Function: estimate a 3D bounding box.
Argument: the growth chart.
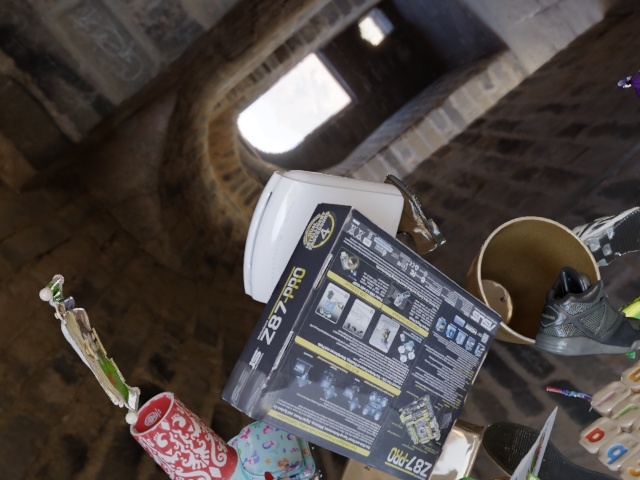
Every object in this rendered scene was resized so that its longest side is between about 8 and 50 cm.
[{"bbox_3d":[-0.315,0.149,0.927,0.237,0.021,0.172,62,169,-17],"label":"growth chart"}]

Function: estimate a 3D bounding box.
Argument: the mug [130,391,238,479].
[{"bbox_3d":[-0.249,0.351,1.144,0.169,0.150,0.113,55,-140,-25],"label":"mug"}]

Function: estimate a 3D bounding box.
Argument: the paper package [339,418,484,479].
[{"bbox_3d":[0.232,0.594,1.765,0.309,0.325,0.168,20,178,17],"label":"paper package"}]

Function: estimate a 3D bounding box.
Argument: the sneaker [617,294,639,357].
[{"bbox_3d":[0.781,0.157,1.493,0.124,0.295,0.109,54,-154,12],"label":"sneaker"}]

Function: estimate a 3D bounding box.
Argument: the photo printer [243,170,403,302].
[{"bbox_3d":[0.000,0.000,1.268,0.307,0.256,0.107,5,-163,-40],"label":"photo printer"}]

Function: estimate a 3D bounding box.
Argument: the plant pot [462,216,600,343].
[{"bbox_3d":[0.376,0.106,1.322,0.237,0.237,0.254,52,162,8],"label":"plant pot"}]

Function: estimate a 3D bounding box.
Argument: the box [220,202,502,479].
[{"bbox_3d":[0.086,0.173,1.025,0.394,0.318,0.097,33,167,-35],"label":"box"}]

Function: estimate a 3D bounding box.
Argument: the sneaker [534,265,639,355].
[{"bbox_3d":[0.440,0.110,1.053,0.227,0.130,0.087,3,-174,-25],"label":"sneaker"}]

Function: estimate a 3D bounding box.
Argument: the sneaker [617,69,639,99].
[{"bbox_3d":[0.348,-0.087,0.573,0.083,0.098,0.224,29,-144,-41],"label":"sneaker"}]

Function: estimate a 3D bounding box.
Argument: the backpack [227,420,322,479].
[{"bbox_3d":[-0.147,0.616,1.853,0.225,0.253,0.191,-113,2,-46],"label":"backpack"}]

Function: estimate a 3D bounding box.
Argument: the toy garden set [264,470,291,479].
[{"bbox_3d":[-0.044,0.606,1.471,0.244,0.049,0.204,27,131,48],"label":"toy garden set"}]

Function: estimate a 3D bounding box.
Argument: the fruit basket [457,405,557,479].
[{"bbox_3d":[0.271,0.434,0.926,0.165,0.327,0.353,18,-167,32],"label":"fruit basket"}]

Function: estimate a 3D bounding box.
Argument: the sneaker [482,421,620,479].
[{"bbox_3d":[0.434,0.463,1.240,0.295,0.124,0.178,27,145,28],"label":"sneaker"}]

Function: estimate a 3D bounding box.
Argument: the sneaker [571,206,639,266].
[{"bbox_3d":[0.761,-0.016,1.790,0.146,0.330,0.123,-133,20,-68],"label":"sneaker"}]

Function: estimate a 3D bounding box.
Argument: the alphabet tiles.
[{"bbox_3d":[0.576,0.286,1.093,0.021,0.278,0.284,55,177,-16],"label":"alphabet tiles"}]

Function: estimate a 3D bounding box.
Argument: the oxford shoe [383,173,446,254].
[{"bbox_3d":[0.213,-0.066,1.671,0.227,0.096,0.083,59,-173,18],"label":"oxford shoe"}]

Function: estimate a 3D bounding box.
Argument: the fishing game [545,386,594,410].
[{"bbox_3d":[0.610,0.344,1.390,0.189,0.041,0.264,14,170,-20],"label":"fishing game"}]
